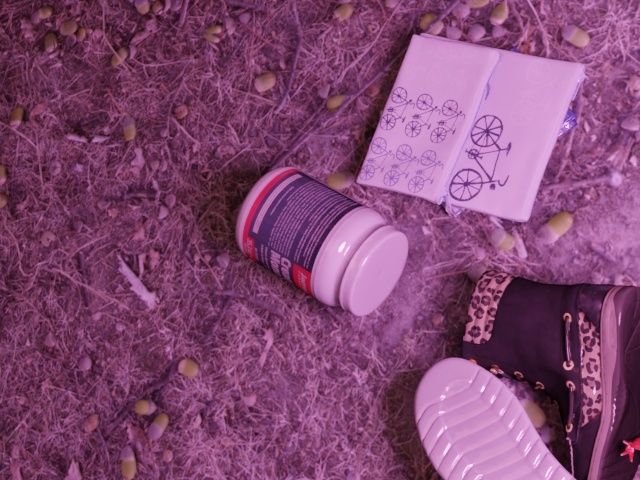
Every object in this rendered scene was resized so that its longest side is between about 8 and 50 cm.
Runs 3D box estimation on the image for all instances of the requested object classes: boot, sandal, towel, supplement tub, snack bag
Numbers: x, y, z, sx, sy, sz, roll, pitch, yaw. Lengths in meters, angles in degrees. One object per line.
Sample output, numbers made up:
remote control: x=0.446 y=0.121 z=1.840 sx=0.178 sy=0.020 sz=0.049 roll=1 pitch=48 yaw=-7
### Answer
boot: x=0.371 y=0.232 z=1.677 sx=0.284 sy=0.138 sz=0.377 roll=14 pitch=109 yaw=42
sandal: x=0.294 y=0.365 z=1.625 sx=0.169 sy=0.102 sz=0.416 roll=-38 pitch=62 yaw=-3
towel: x=0.296 y=-0.197 z=1.896 sx=0.285 sy=0.034 sz=0.209 roll=-38 pitch=62 yaw=8
supplement tub: x=0.000 y=0.000 z=1.880 sx=0.272 sy=0.191 sz=0.191 roll=30 pitch=89 yaw=28
snack bag: x=0.266 y=-0.205 z=1.873 sx=0.343 sy=0.037 sz=0.323 roll=18 pitch=79 yaw=28

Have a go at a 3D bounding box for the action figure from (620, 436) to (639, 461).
action figure: x=0.526 y=0.241 z=1.564 sx=0.092 sy=0.139 sz=0.280 roll=8 pitch=87 yaw=31
